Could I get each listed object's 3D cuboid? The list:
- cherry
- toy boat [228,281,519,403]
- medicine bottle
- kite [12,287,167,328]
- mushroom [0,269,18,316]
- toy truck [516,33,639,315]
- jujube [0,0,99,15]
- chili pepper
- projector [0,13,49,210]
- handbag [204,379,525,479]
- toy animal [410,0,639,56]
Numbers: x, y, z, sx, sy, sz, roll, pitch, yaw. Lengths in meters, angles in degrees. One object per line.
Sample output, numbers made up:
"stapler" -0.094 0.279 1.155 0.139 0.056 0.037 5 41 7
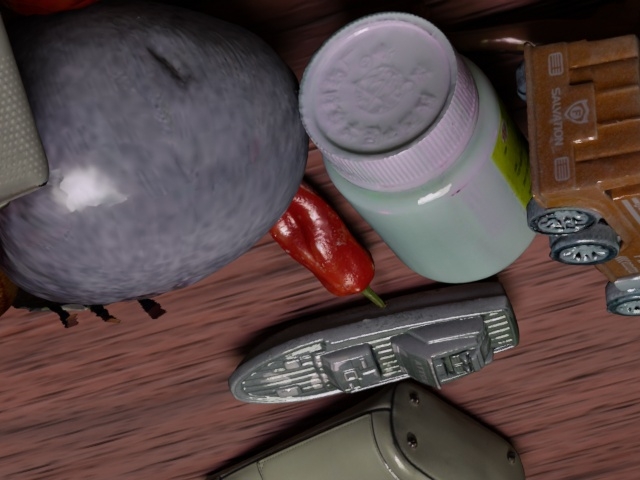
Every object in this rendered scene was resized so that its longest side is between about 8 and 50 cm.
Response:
"cherry" -0.149 -0.067 1.373 0.296 0.218 0.255 -12 155 -15
"toy boat" 0.044 0.100 1.637 0.260 0.085 0.078 -14 133 8
"medicine bottle" 0.080 -0.067 1.411 0.139 0.139 0.225 -21 151 14
"kite" -0.182 0.048 1.495 0.141 0.245 0.015 -7 96 -15
"mushroom" -0.314 0.002 1.465 0.170 0.080 0.135 36 132 -29
"toy truck" 0.278 -0.042 1.428 0.184 0.133 0.338 -10 157 23
"jujube" -0.150 -0.253 1.247 0.250 0.174 0.174 -29 129 30
"chili pepper" 0.001 0.000 1.565 0.059 0.050 0.191 -22 125 36
"projector" -0.300 -0.115 1.195 0.177 0.163 0.243 -8 102 50
"handbag" 0.026 0.254 1.801 0.241 0.109 0.315 34 135 -29
"toy animal" 0.207 -0.159 1.429 0.224 0.066 0.229 33 130 -31
